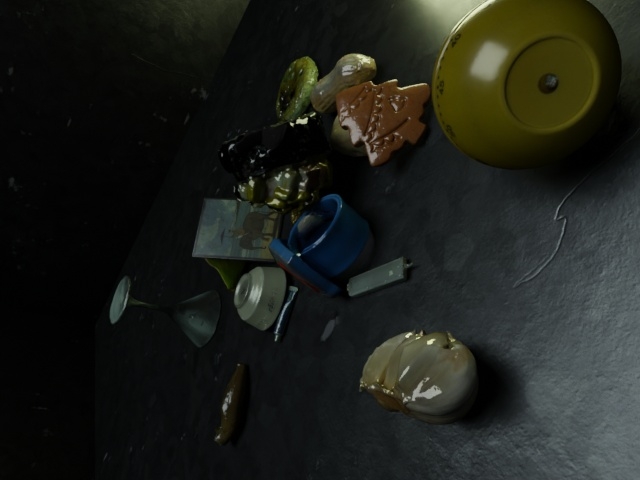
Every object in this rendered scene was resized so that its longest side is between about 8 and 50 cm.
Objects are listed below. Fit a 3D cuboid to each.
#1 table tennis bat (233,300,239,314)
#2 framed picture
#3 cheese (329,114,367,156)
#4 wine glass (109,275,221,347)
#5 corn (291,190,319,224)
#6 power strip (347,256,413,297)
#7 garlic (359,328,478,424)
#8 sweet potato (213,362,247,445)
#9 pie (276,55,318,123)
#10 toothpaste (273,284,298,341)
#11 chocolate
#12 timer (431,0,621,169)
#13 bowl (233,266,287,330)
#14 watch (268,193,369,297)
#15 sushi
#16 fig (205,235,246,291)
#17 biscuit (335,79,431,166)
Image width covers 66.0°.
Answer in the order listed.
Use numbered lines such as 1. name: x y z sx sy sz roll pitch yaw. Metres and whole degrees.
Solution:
1. table tennis bat: -0.321 0.266 1.988 0.086 0.013 0.156 -63 33 9
2. framed picture: -0.322 -0.045 1.945 0.348 0.016 0.264 4 71 12
3. cheese: 0.126 -0.375 1.589 0.235 0.117 0.217 -24 52 44
4. wine glass: -0.663 0.300 2.114 0.267 0.406 0.266 -27 54 45
5. corn: -0.053 -0.181 1.761 0.102 0.102 0.312 -34 46 42
6. power strip: 0.164 0.101 1.356 0.253 0.027 0.060 -27 51 46
7. garlic: 0.229 0.285 1.043 0.203 0.185 0.281 -54 5 -23
8. sweet potato: -0.316 0.575 1.748 0.112 0.085 0.285 -24 53 54
9. pie: -0.113 -0.641 2.125 0.323 0.071 0.322 -32 49 46
10. toothpaste: -0.124 0.251 1.692 0.057 0.035 0.197 8 78 41
11. chocolate: 0.074 -0.557 1.750 0.309 0.134 0.134 -23 55 49
12. timer: 0.394 -0.325 1.001 0.376 0.376 0.387 -58 10 18
13. bowl: -0.226 0.193 1.760 0.238 0.127 0.237 -43 36 42
14. watch: 0.000 0.000 1.509 0.274 0.241 0.305 -51 27 0
15. sushi: -0.116 -0.242 1.616 0.328 0.285 0.328 -17 12 12
16. fig: -0.379 0.075 2.055 0.206 0.206 0.274 -3 101 55
17. biscuit: 0.165 -0.368 1.445 0.306 0.043 0.283 31 89 24
